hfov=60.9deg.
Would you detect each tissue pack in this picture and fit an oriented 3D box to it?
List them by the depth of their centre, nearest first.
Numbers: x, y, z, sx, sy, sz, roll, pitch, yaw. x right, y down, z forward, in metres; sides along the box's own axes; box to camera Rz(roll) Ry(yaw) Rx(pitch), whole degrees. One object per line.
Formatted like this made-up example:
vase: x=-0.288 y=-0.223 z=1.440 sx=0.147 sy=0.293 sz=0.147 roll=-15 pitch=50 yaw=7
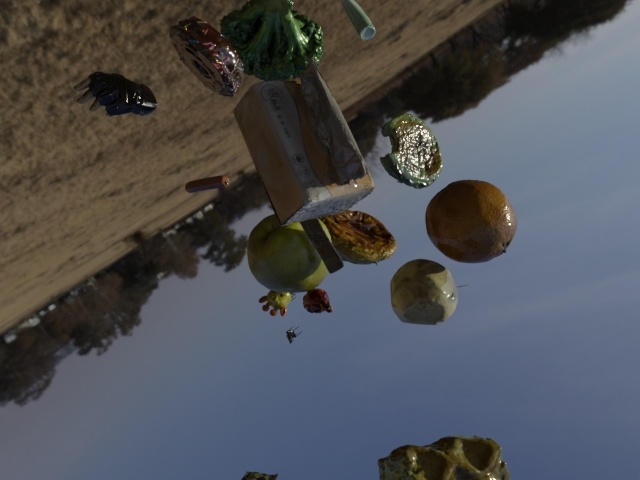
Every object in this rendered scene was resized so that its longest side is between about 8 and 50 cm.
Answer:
tissue pack: x=-0.021 y=-0.222 z=1.212 sx=0.238 sy=0.306 sz=0.238 roll=-23 pitch=167 yaw=-5

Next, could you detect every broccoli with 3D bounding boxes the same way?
broccoli: x=-0.171 y=-0.716 z=1.924 sx=0.321 sy=0.414 sz=0.310 roll=-28 pitch=154 yaw=20

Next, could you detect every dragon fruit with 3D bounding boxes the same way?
dragon fruit: x=0.002 y=0.210 z=1.877 sx=0.094 sy=0.094 sz=0.190 roll=-37 pitch=-167 yaw=-23

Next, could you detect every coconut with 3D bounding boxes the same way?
coconut: x=0.316 y=0.161 z=1.671 sx=0.224 sy=0.224 sz=0.224 roll=-32 pitch=-171 yaw=6

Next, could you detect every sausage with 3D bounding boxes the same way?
sausage: x=-0.295 y=-0.146 z=1.413 sx=0.147 sy=0.035 sz=0.030 roll=-7 pitch=176 yaw=32

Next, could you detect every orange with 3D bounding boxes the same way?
orange: x=0.447 y=-0.052 z=1.614 sx=0.264 sy=0.264 sz=0.264 roll=-32 pitch=-171 yaw=6

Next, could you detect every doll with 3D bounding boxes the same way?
doll: x=-0.186 y=0.256 z=2.533 sx=0.221 sy=0.142 sz=0.135 roll=-54 pitch=165 yaw=-32

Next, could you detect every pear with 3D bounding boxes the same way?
pear: x=-0.096 y=0.042 z=1.797 sx=0.294 sy=0.294 sz=0.294 roll=-32 pitch=-171 yaw=6

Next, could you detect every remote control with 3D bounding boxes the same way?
remote control: x=0.000 y=0.000 z=1.653 sx=0.059 sy=0.212 sz=0.028 roll=-30 pitch=179 yaw=22

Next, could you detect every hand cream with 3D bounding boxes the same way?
hand cream: x=0.104 y=-0.670 z=1.609 sx=0.078 sy=0.205 sz=0.050 roll=11 pitch=135 yaw=-40

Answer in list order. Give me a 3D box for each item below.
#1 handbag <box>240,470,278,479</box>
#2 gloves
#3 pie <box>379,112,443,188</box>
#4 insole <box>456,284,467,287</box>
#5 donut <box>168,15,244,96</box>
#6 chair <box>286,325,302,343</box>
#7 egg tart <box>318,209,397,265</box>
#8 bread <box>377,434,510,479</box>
handbag: x=-0.243 y=1.033 z=1.835 sx=0.180 sy=0.417 sz=0.317 roll=1 pitch=179 yaw=8
gloves: x=-0.601 y=-0.421 z=1.574 sx=0.203 sy=0.164 sz=0.124 roll=8 pitch=111 yaw=-47
pie: x=0.344 y=-0.333 z=2.042 sx=0.302 sy=0.303 sz=0.067 roll=-39 pitch=-168 yaw=-34
insole: x=0.578 y=0.198 z=2.310 sx=0.135 sy=0.002 sz=0.045 roll=-8 pitch=174 yaw=-28
donut: x=-0.292 y=-0.483 z=1.431 sx=0.089 sy=0.235 sz=0.235 roll=-48 pitch=-167 yaw=-11
chair: x=-0.108 y=0.348 z=1.999 sx=0.042 sy=0.037 sz=0.086 roll=-6 pitch=147 yaw=-47
egg tart: x=0.143 y=0.006 z=2.256 sx=0.351 sy=0.339 sz=0.153 roll=-7 pitch=131 yaw=-32
bread: x=0.260 y=0.521 z=1.142 sx=0.252 sy=0.239 sz=0.196 roll=-12 pitch=-172 yaw=-18
